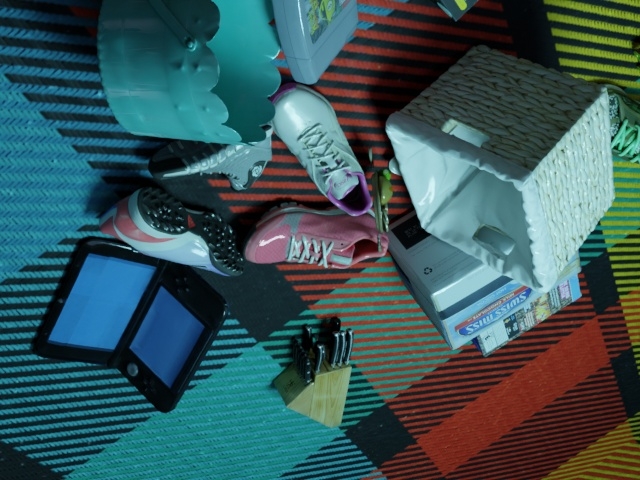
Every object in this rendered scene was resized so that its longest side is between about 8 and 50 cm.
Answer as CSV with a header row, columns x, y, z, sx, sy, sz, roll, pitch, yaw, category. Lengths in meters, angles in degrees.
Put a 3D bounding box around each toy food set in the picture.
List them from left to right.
x,y,z,sx,sy,sz,roll,pitch,yaw,category
0.122,-0.075,1.617,0.039,0.191,0.132,-5,172,5,toy food set

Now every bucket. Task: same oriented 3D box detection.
x,y,z,sx,sy,sz,roll,pitch,yaw,category
-0.180,-0.268,1.199,0.183,0.281,0.281,4,136,13,bucket

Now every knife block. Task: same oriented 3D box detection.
x,y,z,sx,sy,sz,roll,pitch,yaw,category
0.024,0.305,1.980,0.242,0.088,0.276,-43,136,10,knife block

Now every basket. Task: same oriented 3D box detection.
x,y,z,sx,sy,sz,roll,pitch,yaw,category
0.352,-0.137,1.584,0.266,0.328,0.331,-44,138,-17,basket

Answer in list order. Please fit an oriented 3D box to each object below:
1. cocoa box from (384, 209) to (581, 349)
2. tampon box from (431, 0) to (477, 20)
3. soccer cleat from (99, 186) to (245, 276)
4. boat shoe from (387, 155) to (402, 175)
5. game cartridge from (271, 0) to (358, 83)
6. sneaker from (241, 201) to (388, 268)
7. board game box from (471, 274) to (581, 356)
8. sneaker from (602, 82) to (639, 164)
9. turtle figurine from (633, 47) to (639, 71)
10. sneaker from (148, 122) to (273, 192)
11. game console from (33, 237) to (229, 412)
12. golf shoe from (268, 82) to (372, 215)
x,y,z,sx,sy,sz,roll,pitch,yaw,category
0.351,0.023,1.826,0.347,0.231,0.228,-31,138,-3,cocoa box
0.188,-0.456,1.355,0.101,0.161,0.120,-43,136,9,tampon box
-0.260,-0.004,1.543,0.117,0.108,0.318,-19,152,27,soccer cleat
0.186,-0.159,1.707,0.125,0.038,0.046,-10,113,-26,boat shoe
-0.010,-0.399,1.286,0.196,0.060,0.294,-54,149,-36,game cartridge
0.000,-0.001,1.651,0.314,0.136,0.115,-11,132,-29,sneaker
0.459,0.103,2.029,0.291,0.141,0.232,-31,137,-4,board game box
0.697,-0.228,1.852,0.411,0.182,0.158,2,126,-32,sneaker
0.770,-0.439,1.770,0.217,0.087,0.269,-36,166,11,turtle figurine
-0.182,-0.125,1.481,0.229,0.086,0.132,-22,138,-14,sneaker
-0.357,0.169,1.577,0.173,0.250,0.293,-15,141,-58,game console
0.012,-0.160,1.527,0.115,0.140,0.306,-37,136,4,golf shoe
